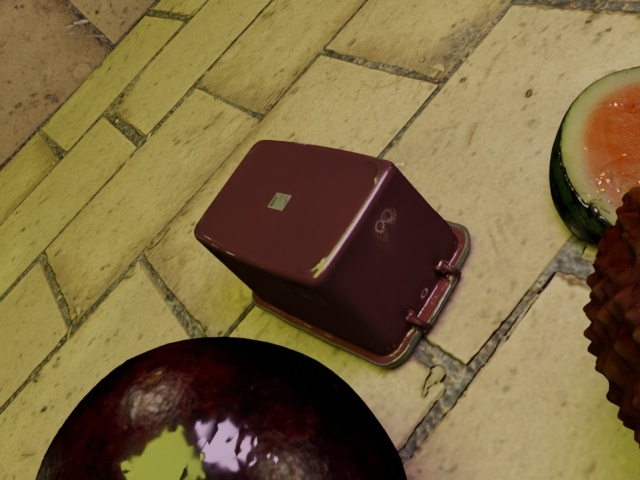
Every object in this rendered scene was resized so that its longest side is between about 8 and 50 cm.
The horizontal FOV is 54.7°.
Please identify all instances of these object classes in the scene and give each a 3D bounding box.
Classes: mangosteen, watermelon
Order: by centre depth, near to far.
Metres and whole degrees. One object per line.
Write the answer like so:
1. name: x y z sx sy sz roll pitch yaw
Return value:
1. mangosteen: -0.087 0.239 0.466 0.306 0.307 0.347 -22 18 26
2. watermelon: 0.299 -0.089 0.632 0.119 0.063 0.245 9 56 24

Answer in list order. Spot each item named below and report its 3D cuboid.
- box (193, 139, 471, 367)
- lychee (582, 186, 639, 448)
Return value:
1. box: 0.000 0.000 0.722 0.294 0.167 0.193 17 71 47
2. lychee: 0.296 0.048 0.353 0.275 0.304 0.276 9 101 48
